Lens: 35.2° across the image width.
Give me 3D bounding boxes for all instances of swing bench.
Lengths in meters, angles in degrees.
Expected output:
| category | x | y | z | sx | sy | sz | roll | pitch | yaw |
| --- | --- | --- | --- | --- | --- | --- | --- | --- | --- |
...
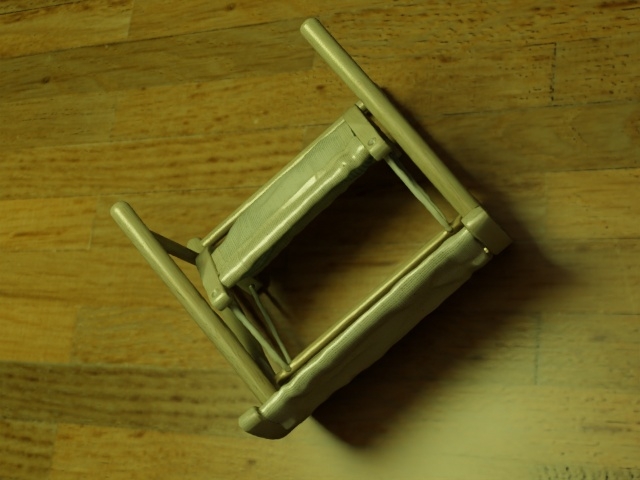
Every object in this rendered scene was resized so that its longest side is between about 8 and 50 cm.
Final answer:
| category | x | y | z | sx | sy | sz | roll | pitch | yaw |
| --- | --- | --- | --- | --- | --- | --- | --- | --- | --- |
| swing bench | 0.000 | 0.000 | 0.880 | 0.253 | 0.165 | 0.255 | -41 | 65 | 9 |
